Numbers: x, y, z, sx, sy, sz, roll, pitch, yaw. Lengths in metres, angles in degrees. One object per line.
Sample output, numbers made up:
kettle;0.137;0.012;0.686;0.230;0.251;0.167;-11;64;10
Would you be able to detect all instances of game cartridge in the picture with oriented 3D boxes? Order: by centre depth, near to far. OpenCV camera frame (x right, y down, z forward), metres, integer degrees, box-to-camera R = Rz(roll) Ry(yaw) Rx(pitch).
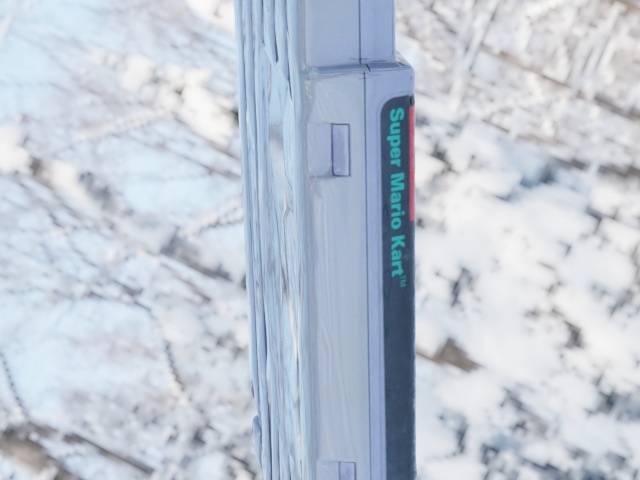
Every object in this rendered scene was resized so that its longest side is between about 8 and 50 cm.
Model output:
game cartridge;0.000;0.000;0.922;0.230;0.068;0.355;-127;33;-65
